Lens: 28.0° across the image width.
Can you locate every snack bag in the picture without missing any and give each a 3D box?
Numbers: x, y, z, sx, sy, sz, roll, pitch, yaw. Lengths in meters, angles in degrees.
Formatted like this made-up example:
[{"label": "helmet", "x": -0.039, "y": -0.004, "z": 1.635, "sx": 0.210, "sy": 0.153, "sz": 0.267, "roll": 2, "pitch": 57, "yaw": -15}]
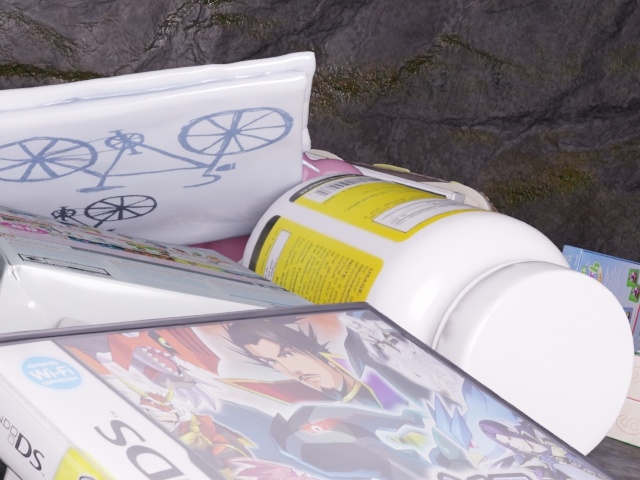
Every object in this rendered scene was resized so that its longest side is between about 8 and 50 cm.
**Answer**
[{"label": "snack bag", "x": -0.162, "y": -0.054, "z": 1.080, "sx": 0.323, "sy": 0.037, "sz": 0.342, "roll": -9, "pitch": -19, "yaw": -4}]

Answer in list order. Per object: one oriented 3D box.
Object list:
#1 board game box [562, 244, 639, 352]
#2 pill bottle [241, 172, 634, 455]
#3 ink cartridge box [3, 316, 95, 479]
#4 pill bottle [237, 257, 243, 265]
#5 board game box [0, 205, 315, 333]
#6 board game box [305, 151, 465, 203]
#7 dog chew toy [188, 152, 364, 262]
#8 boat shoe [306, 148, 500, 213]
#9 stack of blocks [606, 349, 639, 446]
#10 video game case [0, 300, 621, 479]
[{"label": "board game box", "x": 0.405, "y": 0.101, "z": 1.841, "sx": 0.211, "sy": 0.160, "sz": 0.039, "roll": 12, "pitch": 4, "yaw": -43}, {"label": "pill bottle", "x": 0.080, "y": 0.060, "z": 0.991, "sx": 0.187, "sy": 0.188, "sz": 0.334, "roll": 13, "pitch": 5, "yaw": -27}, {"label": "ink cartridge box", "x": -0.094, "y": 0.097, "z": 0.662, "sx": 0.115, "sy": 0.067, "sz": 0.198, "roll": 15, "pitch": 4, "yaw": -8}, {"label": "pill bottle", "x": -0.009, "y": 0.059, "z": 1.278, "sx": 0.103, "sy": 0.103, "sz": 0.184, "roll": 18, "pitch": 5, "yaw": 38}, {"label": "board game box", "x": -0.146, "y": 0.052, "z": 0.919, "sx": 0.224, "sy": 0.098, "sz": 0.303, "roll": 13, "pitch": 5, "yaw": -22}, {"label": "board game box", "x": 0.000, "y": 0.000, "z": 1.504, "sx": 0.305, "sy": 0.193, "sz": 0.053, "roll": 17, "pitch": 5, "yaw": 22}, {"label": "dog chew toy", "x": -0.094, "y": -0.037, "z": 1.411, "sx": 0.331, "sy": 0.207, "sz": 0.206, "roll": 8, "pitch": 3, "yaw": 6}, {"label": "boat shoe", "x": 0.062, "y": -0.041, "z": 1.562, "sx": 0.324, "sy": 0.117, "sz": 0.096, "roll": 9, "pitch": 2, "yaw": 23}, {"label": "stack of blocks", "x": 0.428, "y": 0.187, "z": 1.210, "sx": 0.297, "sy": 0.087, "sz": 0.171, "roll": 17, "pitch": 5, "yaw": 30}, {"label": "video game case", "x": 0.020, "y": 0.106, "z": 0.552, "sx": 0.248, "sy": 0.035, "sz": 0.274, "roll": 34, "pitch": 22, "yaw": 33}]
